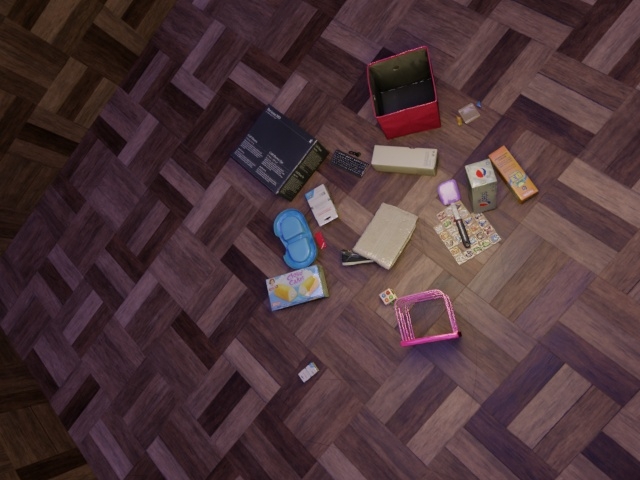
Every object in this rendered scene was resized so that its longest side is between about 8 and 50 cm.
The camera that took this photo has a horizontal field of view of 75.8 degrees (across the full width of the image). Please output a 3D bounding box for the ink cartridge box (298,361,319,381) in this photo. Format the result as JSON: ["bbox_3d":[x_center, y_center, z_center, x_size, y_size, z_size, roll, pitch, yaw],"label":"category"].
[{"bbox_3d":[-0.053,0.597,1.863,0.083,0.028,0.048,-42,70,9],"label":"ink cartridge box"}]

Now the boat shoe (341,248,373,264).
[{"bbox_3d":[0.204,0.065,1.822,0.233,0.084,0.079,-5,84,22],"label":"boat shoe"}]

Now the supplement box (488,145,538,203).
[{"bbox_3d":[0.778,-0.265,1.665,0.078,0.080,0.233,-34,74,15],"label":"supplement box"}]

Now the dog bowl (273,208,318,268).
[{"bbox_3d":[-0.110,-0.005,1.955,0.166,0.074,0.297,-26,74,15],"label":"dog bowl"}]

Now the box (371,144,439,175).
[{"bbox_3d":[0.373,-0.351,1.811,0.275,0.113,0.094,10,85,20],"label":"box"}]

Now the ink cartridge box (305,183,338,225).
[{"bbox_3d":[0.013,-0.160,1.940,0.104,0.060,0.180,-28,73,14],"label":"ink cartridge box"}]

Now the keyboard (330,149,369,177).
[{"bbox_3d":[0.141,-0.378,1.948,0.180,0.023,0.108,30,92,21],"label":"keyboard"}]

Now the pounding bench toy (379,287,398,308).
[{"bbox_3d":[0.300,0.254,1.766,0.052,0.065,0.083,-36,72,11],"label":"pounding bench toy"}]

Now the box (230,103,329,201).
[{"bbox_3d":[-0.195,-0.420,1.995,0.343,0.179,0.312,42,98,21],"label":"box"}]

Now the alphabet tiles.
[{"bbox_3d":[0.603,-0.046,1.732,0.198,0.009,0.237,-34,72,12],"label":"alphabet tiles"}]

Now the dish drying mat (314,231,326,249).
[{"bbox_3d":[0.000,0.000,1.948,0.032,0.008,0.083,-27,74,15],"label":"dish drying mat"}]

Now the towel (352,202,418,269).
[{"bbox_3d":[0.285,-0.025,1.786,0.187,0.049,0.282,27,71,23],"label":"towel"}]

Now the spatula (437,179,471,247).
[{"bbox_3d":[0.572,-0.109,1.732,0.084,0.030,0.296,-19,76,18],"label":"spatula"}]

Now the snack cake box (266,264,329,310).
[{"bbox_3d":[-0.108,0.221,1.911,0.265,0.089,0.152,-18,77,17],"label":"snack cake box"}]

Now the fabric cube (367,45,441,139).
[{"bbox_3d":[0.366,-0.622,1.777,0.259,0.258,0.253,-10,79,18],"label":"fabric cube"}]

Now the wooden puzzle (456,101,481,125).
[{"bbox_3d":[0.647,-0.553,1.793,0.116,0.014,0.078,-22,79,16],"label":"wooden puzzle"}]

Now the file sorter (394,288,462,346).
[{"bbox_3d":[0.418,0.301,1.598,0.202,0.291,0.182,-15,74,18],"label":"file sorter"}]

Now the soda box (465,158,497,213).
[{"bbox_3d":[0.623,-0.202,1.595,0.091,0.286,0.098,-16,69,17],"label":"soda box"}]
